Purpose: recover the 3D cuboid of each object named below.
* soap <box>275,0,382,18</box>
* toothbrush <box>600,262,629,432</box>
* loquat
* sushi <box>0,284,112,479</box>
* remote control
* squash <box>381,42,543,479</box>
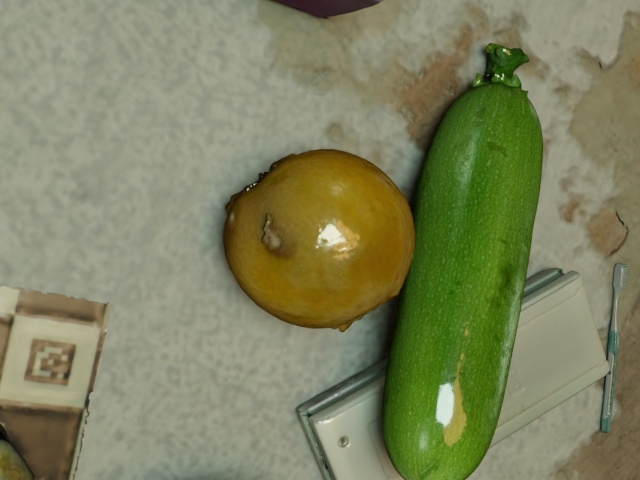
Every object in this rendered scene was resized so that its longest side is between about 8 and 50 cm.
[{"bbox_3d":[-0.056,-0.219,0.623,0.203,0.122,0.065,14,91,-24],"label":"soap"},{"bbox_3d":[0.286,0.105,0.874,0.014,0.011,0.167,2,94,-30],"label":"toothbrush"},{"bbox_3d":[0.000,0.000,0.666,0.141,0.141,0.141,-3,97,-25],"label":"loquat"},{"bbox_3d":[-0.329,0.190,0.571,0.343,0.064,0.359,12,91,-25],"label":"sushi"},{"bbox_3d":[0.120,0.128,0.777,0.277,0.055,0.102,-26,105,-19],"label":"remote control"},{"bbox_3d":[0.116,0.008,0.710,0.101,0.101,0.378,24,70,-25],"label":"squash"}]
